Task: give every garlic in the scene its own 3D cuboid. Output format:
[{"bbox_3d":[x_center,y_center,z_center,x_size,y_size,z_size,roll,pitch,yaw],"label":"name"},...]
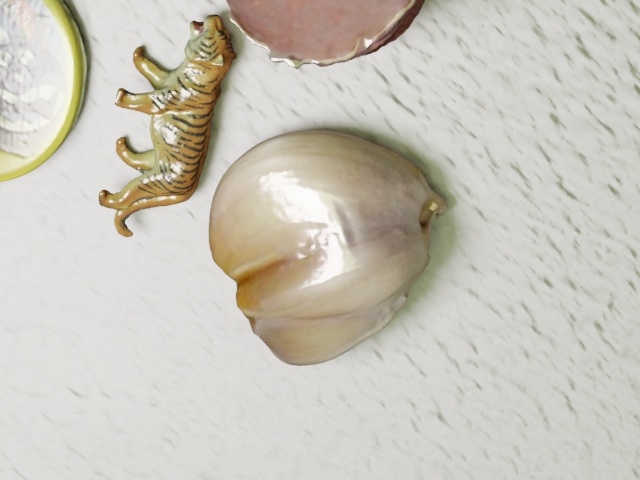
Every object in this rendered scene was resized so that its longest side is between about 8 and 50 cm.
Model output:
[{"bbox_3d":[0.000,0.000,1.476,0.228,0.110,0.217,-31,98,20],"label":"garlic"}]

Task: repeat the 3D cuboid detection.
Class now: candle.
[{"bbox_3d":[0.029,-0.318,1.347,0.317,0.131,0.287,-42,91,11],"label":"candle"}]

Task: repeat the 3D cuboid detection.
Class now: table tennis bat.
[{"bbox_3d":[-0.354,-0.107,1.532,0.224,0.054,0.368,16,108,6],"label":"table tennis bat"}]

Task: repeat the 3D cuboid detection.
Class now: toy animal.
[{"bbox_3d":[-0.149,-0.107,1.490,0.099,0.057,0.241,16,111,5],"label":"toy animal"}]
